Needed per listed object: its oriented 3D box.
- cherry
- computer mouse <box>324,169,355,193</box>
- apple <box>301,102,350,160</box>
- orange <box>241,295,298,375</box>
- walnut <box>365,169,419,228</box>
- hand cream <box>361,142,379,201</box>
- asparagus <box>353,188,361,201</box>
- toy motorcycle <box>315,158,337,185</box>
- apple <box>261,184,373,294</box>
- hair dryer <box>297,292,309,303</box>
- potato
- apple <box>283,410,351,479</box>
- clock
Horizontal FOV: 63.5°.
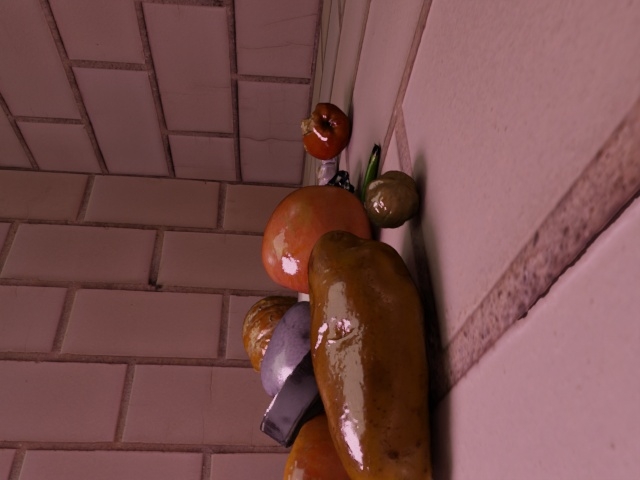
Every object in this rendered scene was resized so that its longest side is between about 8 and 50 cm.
[{"bbox_3d":[-0.023,0.279,1.184,0.255,0.218,0.296,87,-173,-62],"label":"cherry"},{"bbox_3d":[0.050,-0.077,1.319,0.241,0.078,0.146,105,148,-47],"label":"computer mouse"},{"bbox_3d":[0.018,-0.314,1.497,0.156,0.147,0.158,-55,16,-3],"label":"apple"},{"bbox_3d":[-0.098,0.323,1.602,0.329,0.249,0.329,49,171,10],"label":"orange"},{"bbox_3d":[0.103,-0.059,0.752,0.092,0.092,0.092,-177,90,-85],"label":"walnut"},{"bbox_3d":[0.106,-0.139,1.076,0.036,0.023,0.122,-97,15,-62],"label":"hand cream"},{"bbox_3d":[0.081,-0.004,1.235,0.034,0.027,0.236,-133,45,-68],"label":"asparagus"},{"bbox_3d":[0.022,-0.204,1.755,0.151,0.074,0.228,-162,76,-82],"label":"toy motorcycle"},{"bbox_3d":[0.000,0.000,1.078,0.253,0.254,0.253,-177,90,-85],"label":"apple"},{"bbox_3d":[0.004,0.113,1.642,0.362,0.128,0.203,66,-154,-84],"label":"hair dryer"},{"bbox_3d":[0.068,0.154,0.695,0.176,0.195,0.369,30,-138,-45],"label":"potato"},{"bbox_3d":[0.033,0.369,0.789,0.235,0.173,0.210,-60,-21,-77],"label":"apple"},{"bbox_3d":[0.007,0.239,0.915,0.280,0.055,0.280,-47,-17,-20],"label":"clock"}]
